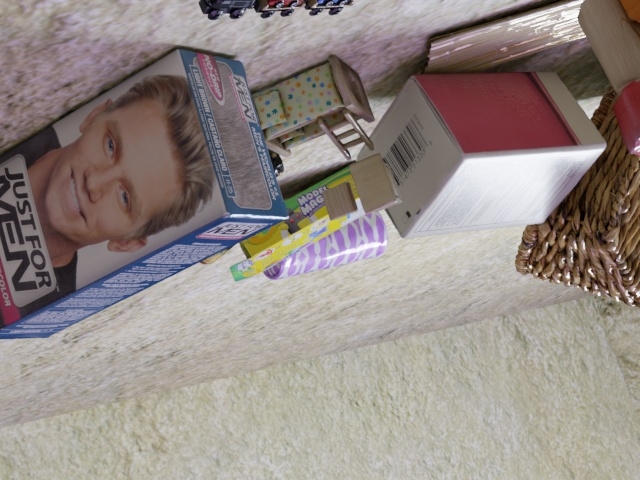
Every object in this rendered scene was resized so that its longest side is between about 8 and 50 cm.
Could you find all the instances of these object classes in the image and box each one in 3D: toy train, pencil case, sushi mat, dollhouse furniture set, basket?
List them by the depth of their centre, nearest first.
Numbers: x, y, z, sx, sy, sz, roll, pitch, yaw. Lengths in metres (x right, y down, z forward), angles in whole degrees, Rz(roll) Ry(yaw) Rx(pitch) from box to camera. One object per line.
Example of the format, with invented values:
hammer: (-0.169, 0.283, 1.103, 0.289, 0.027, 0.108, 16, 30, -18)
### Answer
toy train: (-0.034, -0.214, 1.235, 0.158, 0.027, 0.036, -9, 154, -36)
dollhouse furniture set: (-0.029, -0.083, 1.504, 0.182, 0.161, 0.101, -22, 167, 14)
sushi mat: (0.263, -0.239, 1.577, 0.316, 0.019, 0.151, -17, 167, -4)
basket: (0.369, -0.096, 1.819, 0.223, 0.299, 0.213, 19, 157, 43)
pencil case: (0.000, 0.000, 2.107, 0.206, 0.088, 0.086, -10, 163, -30)

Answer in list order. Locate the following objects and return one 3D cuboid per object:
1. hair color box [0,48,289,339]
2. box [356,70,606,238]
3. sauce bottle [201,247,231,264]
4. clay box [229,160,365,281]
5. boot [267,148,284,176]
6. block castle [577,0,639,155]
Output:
hair color box: (-0.213, -0.037, 1.409, 0.347, 0.174, 0.105, -26, 165, 31)
box: (0.185, -0.103, 1.634, 0.232, 0.127, 0.149, -6, 145, -38)
sauce bottle: (-0.138, -0.006, 1.990, 0.042, 0.042, 0.128, -10, 162, -34)
clay box: (-0.034, -0.022, 1.945, 0.222, 0.053, 0.127, -28, 169, -6)
boot: (-0.093, -0.069, 1.618, 0.137, 0.077, 0.198, -21, -159, -11)
block castle: (0.496, -0.240, 1.302, 0.303, 0.213, 0.453, -7, 156, -46)
